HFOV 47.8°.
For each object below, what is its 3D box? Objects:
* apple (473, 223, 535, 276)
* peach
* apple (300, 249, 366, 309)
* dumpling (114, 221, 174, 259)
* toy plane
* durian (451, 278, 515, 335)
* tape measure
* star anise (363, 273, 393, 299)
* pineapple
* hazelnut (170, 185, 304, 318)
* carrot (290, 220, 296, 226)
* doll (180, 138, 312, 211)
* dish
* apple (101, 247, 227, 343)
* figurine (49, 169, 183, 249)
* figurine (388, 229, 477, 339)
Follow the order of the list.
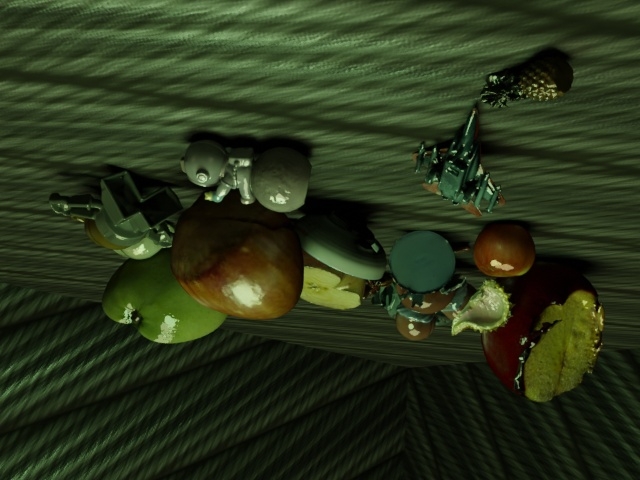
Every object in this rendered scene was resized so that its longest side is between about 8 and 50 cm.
[{"bbox_3d":[0.489,0.026,1.922,0.164,0.139,0.163,0,174,0],"label":"apple"},{"bbox_3d":[0.670,0.278,2.203,0.339,0.416,0.353,7,162,-24],"label":"peach"},{"bbox_3d":[0.007,0.075,2.174,0.251,0.163,0.293,1,149,34],"label":"apple"},{"bbox_3d":[-0.545,-0.022,2.163,0.111,0.181,0.155,38,163,51],"label":"dumpling"},{"bbox_3d":[0.282,-0.157,1.460,0.223,0.104,0.326,31,165,17],"label":"toy plane"},{"bbox_3d":[0.472,0.208,2.114,0.224,0.140,0.078,-41,171,24],"label":"durian"},{"bbox_3d":[0.355,0.222,2.553,0.275,0.147,0.256,-5,160,34],"label":"tape measure"},{"bbox_3d":[0.164,0.130,2.493,0.158,0.144,0.140,8,119,-29],"label":"star anise"},{"bbox_3d":[0.335,-0.256,1.200,0.074,0.074,0.159,19,167,-35],"label":"pineapple"},{"bbox_3d":[-0.196,0.035,1.800,0.315,0.372,0.372,-31,151,14],"label":"hazelnut"},{"bbox_3d":[0.000,0.000,2.038,0.255,0.049,0.049,21,163,6],"label":"carrot"},{"bbox_3d":[-0.166,-0.152,1.581,0.288,0.150,0.151,12,162,0],"label":"doll"},{"bbox_3d":[0.070,-0.020,1.899,0.274,0.133,0.273,25,-164,-8],"label":"dish"},{"bbox_3d":[-0.473,0.161,2.264,0.320,0.311,0.360,-15,-165,34],"label":"apple"},{"bbox_3d":[-0.527,-0.062,1.907,0.343,0.167,0.285,39,143,-18],"label":"figurine"},{"bbox_3d":[0.332,0.135,2.169,0.277,0.248,0.388,-20,162,2],"label":"figurine"}]
